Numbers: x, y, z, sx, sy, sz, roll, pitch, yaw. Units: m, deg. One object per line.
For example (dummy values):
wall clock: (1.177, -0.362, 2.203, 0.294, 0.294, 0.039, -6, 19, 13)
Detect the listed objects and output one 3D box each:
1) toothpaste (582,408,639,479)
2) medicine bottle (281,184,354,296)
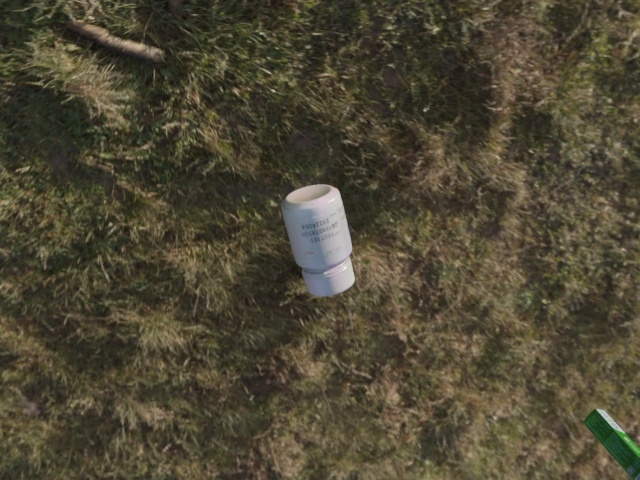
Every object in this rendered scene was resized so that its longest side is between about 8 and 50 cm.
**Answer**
toothpaste: (0.282, 0.194, 0.600, 0.017, 0.083, 0.020, 17, 115, -33)
medicine bottle: (0.000, 0.000, 0.560, 0.052, 0.052, 0.089, -17, 113, -8)
